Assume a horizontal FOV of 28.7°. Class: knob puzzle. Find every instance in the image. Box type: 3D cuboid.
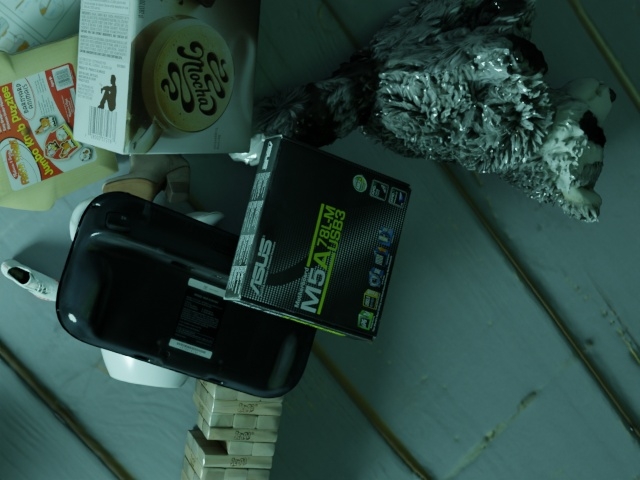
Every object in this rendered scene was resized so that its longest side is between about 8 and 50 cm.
[{"bbox_3d":[-0.333,-0.121,1.384,0.213,0.030,0.213,-14,117,-29],"label":"knob puzzle"}]

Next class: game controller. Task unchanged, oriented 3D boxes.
[{"bbox_3d":[-0.134,0.066,1.385,0.319,0.067,0.166,22,88,-31],"label":"game controller"}]

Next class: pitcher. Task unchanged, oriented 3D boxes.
[{"bbox_3d":[-0.210,0.058,1.442,0.177,0.125,0.207,9,88,-15],"label":"pitcher"}]

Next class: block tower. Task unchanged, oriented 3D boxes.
[{"bbox_3d":[-0.107,0.231,1.526,0.097,0.091,0.336,5,100,-21],"label":"block tower"}]

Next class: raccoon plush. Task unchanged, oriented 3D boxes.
[{"bbox_3d":[0.140,-0.122,1.538,0.446,0.216,0.299,-16,125,15],"label":"raccoon plush"}]

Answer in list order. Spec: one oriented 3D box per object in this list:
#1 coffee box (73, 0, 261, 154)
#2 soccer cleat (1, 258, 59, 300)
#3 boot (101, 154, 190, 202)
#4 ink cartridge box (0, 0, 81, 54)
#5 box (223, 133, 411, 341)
[{"bbox_3d":[-0.164,-0.249,1.368,0.168,0.119,0.297,-3,103,-40],"label":"coffee box"},{"bbox_3d":[-0.329,0.048,1.438,0.083,0.035,0.029,33,89,-22],"label":"soccer cleat"},{"bbox_3d":[-0.203,-0.081,1.430,0.118,0.087,0.042,6,132,-34],"label":"boot"},{"bbox_3d":[-0.444,-0.240,1.332,0.308,0.091,0.385,-53,129,-3],"label":"ink cartridge box"},{"bbox_3d":[0.000,0.000,1.398,0.184,0.045,0.191,21,79,-31],"label":"box"}]
